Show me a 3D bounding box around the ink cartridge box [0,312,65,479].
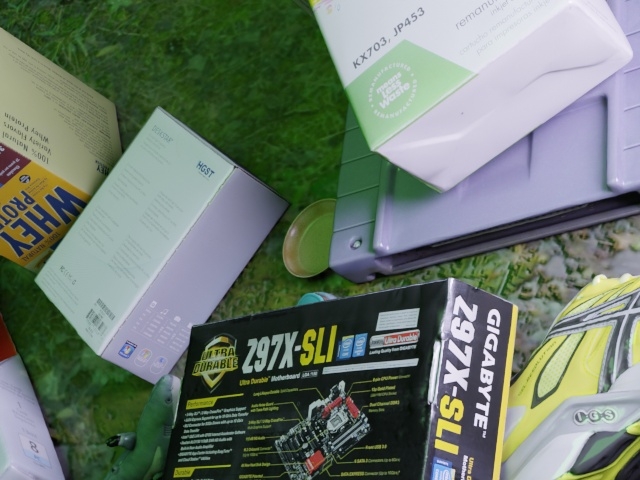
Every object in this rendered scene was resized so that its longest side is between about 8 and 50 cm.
[{"bbox_3d":[-0.447,0.249,1.515,0.308,0.091,0.385,-47,39,8],"label":"ink cartridge box"}]

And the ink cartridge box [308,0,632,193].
[{"bbox_3d":[0.093,-0.247,1.177,0.207,0.119,0.353,-36,54,23],"label":"ink cartridge box"}]

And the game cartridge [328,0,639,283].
[{"bbox_3d":[0.164,-0.105,1.196,0.355,0.068,0.230,-16,58,36],"label":"game cartridge"}]

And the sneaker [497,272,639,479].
[{"bbox_3d":[0.247,0.060,0.942,0.385,0.145,0.147,-39,44,17],"label":"sneaker"}]

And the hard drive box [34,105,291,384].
[{"bbox_3d":[-0.167,0.002,1.416,0.232,0.089,0.181,-54,41,3],"label":"hard drive box"}]

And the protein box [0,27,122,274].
[{"bbox_3d":[-0.341,-0.099,1.563,0.136,0.200,0.201,-36,45,22],"label":"protein box"}]

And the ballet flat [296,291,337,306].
[{"bbox_3d":[-0.021,0.138,1.209,0.070,0.070,0.188,29,90,49],"label":"ballet flat"}]

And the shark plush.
[{"bbox_3d":[-0.177,0.193,1.317,0.161,0.067,0.073,-39,44,18],"label":"shark plush"}]

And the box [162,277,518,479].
[{"bbox_3d":[-0.004,0.178,1.037,0.322,0.079,0.257,-14,59,49],"label":"box"}]

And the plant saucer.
[{"bbox_3d":[0.000,0.000,1.313,0.083,0.015,0.083,-24,50,32],"label":"plant saucer"}]

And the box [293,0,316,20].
[{"bbox_3d":[0.089,-0.321,1.368,0.275,0.113,0.094,-25,48,28],"label":"box"}]
